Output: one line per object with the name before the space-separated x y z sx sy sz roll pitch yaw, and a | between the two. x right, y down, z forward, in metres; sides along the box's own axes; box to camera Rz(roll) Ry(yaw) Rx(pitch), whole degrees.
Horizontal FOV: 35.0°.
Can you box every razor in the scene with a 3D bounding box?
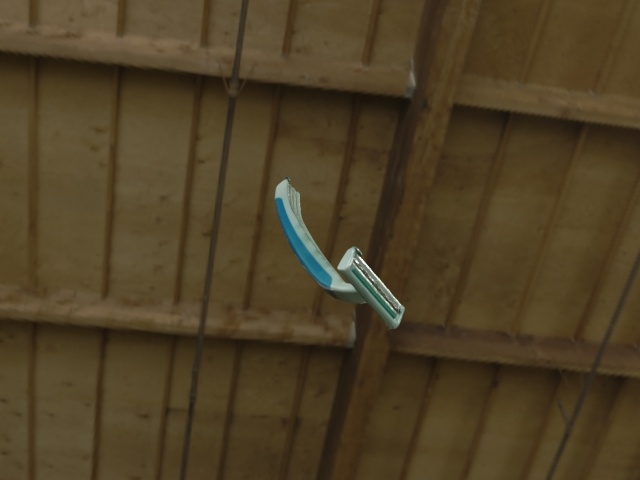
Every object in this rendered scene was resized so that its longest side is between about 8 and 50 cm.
razor | -0.003 0.003 0.751 0.037 0.191 0.068 -40 -57 -1
